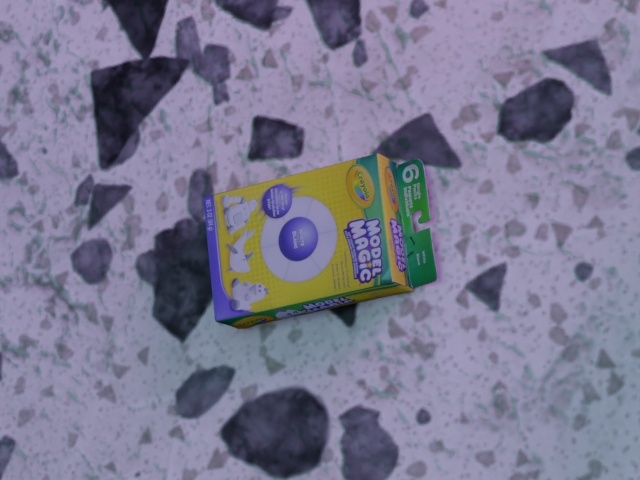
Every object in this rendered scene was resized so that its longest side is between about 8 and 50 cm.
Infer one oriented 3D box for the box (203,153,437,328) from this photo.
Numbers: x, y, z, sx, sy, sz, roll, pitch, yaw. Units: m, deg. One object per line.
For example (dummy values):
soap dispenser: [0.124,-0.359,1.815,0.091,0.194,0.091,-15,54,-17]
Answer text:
box: [0.000,0.000,1.476,0.179,0.043,0.105,-13,74,23]
